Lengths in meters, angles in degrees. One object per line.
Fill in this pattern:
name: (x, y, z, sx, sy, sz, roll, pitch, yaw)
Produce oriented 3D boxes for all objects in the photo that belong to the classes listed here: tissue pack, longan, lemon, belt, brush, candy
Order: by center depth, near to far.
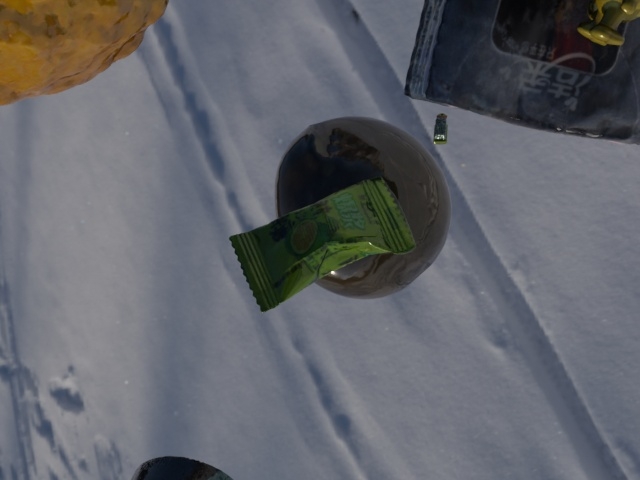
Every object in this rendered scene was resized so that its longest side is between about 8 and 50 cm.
lemon: (-0.132, -0.134, 0.325, 0.142, 0.187, 0.142, 7, 115, 15)
tissue pack: (0.253, -0.296, 0.797, 0.122, 0.260, 0.361, -121, 43, -77)
belt: (-0.167, 0.338, 0.926, 0.151, 0.078, 0.198, 45, 132, -13)
brush: (0.165, -0.159, 1.042, 0.019, 0.083, 0.021, 1, 125, 11)
candy: (0.000, 0.000, 1.074, 0.247, 0.069, 0.149, -26, 52, 6)
longan: (0.069, -0.058, 1.300, 0.319, 0.319, 0.318, 8, 100, 50)

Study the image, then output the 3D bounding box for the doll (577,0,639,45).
doll: (0.292, -0.265, 0.670, 0.145, 0.096, 0.188, -71, 4, -52)
